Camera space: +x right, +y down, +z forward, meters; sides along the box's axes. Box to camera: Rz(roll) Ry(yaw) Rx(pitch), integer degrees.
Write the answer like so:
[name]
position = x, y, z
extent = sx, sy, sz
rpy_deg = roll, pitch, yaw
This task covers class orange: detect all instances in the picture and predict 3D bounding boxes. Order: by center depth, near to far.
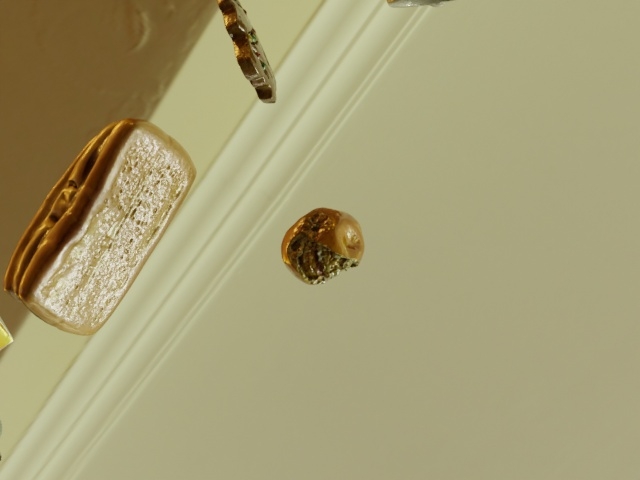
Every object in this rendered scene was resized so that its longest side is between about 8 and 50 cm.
[orange]
position = 0.000, 0.000, 1.131
extent = 0.086, 0.086, 0.062
rpy_deg = -4, -49, 21

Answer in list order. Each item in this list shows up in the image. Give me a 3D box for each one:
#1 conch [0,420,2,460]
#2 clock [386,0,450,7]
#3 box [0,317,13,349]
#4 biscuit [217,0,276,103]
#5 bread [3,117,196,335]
[conch]
position = -0.447, 0.250, 1.463
extent = 0.085, 0.076, 0.057
rpy_deg = 40, -37, 38
[clock]
position = 0.103, -0.226, 0.811
extent = 0.144, 0.231, 0.103
rpy_deg = -7, -83, -4
[box]
position = -0.397, 0.014, 1.172
extent = 0.033, 0.247, 0.129
rpy_deg = -38, -51, -11
[biscuit]
position = -0.049, -0.135, 0.760
extent = 0.016, 0.082, 0.092
rpy_deg = -22, -97, 8
[bread]
position = -0.199, -0.015, 1.015
extent = 0.077, 0.116, 0.200
rpy_deg = 27, -96, 40
